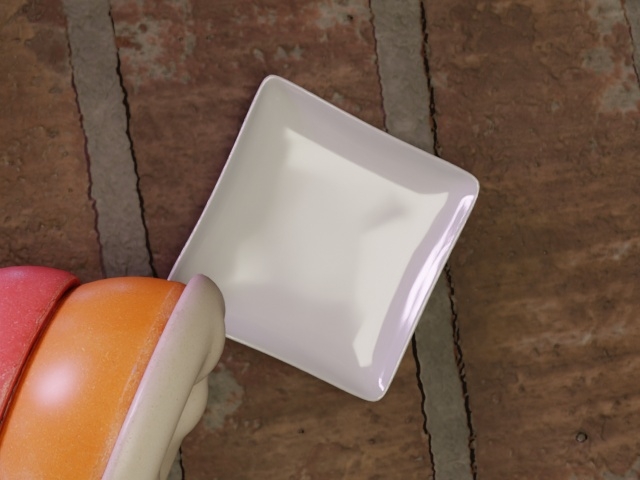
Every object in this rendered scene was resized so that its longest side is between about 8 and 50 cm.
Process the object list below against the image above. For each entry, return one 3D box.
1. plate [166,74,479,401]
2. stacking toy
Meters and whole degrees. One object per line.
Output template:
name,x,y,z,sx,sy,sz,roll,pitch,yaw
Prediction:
plate,0.000,0.000,1.691,0.278,0.045,0.277,25,88,-16
stacking toy,-0.357,0.126,1.509,0.480,0.350,0.350,22,90,-1
